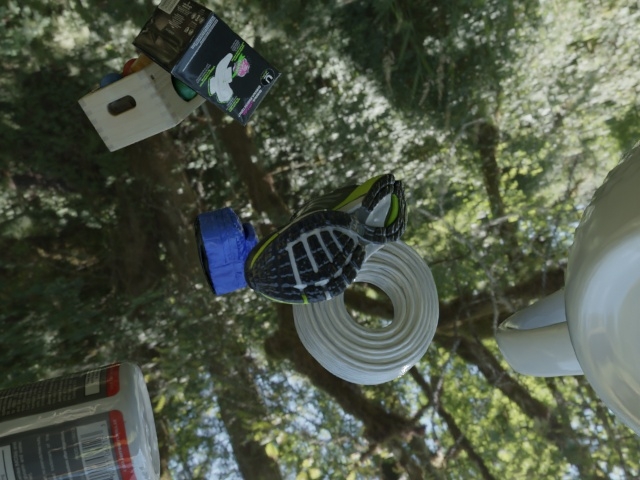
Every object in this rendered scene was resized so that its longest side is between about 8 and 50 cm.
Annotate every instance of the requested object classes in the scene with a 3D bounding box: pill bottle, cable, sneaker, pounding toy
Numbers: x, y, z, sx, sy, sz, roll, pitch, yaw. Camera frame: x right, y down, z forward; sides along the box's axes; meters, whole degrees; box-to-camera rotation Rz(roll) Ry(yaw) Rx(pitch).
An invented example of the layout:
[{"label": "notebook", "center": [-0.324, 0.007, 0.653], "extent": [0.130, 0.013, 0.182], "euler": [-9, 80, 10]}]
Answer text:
[{"label": "pill bottle", "center": [-0.447, 0.326, 0.989], "extent": [0.362, 0.210, 0.210], "euler": [-11, -173, -11]}, {"label": "cable", "center": [0.083, 0.111, 1.105], "extent": [0.257, 0.257, 0.089], "euler": [-30, 168, -23]}, {"label": "sneaker", "center": [0.000, 0.000, 0.840], "extent": [0.121, 0.111, 0.300], "euler": [-7, -166, 40]}, {"label": "pounding toy", "center": [-0.196, -0.196, 0.773], "extent": [0.141, 0.100, 0.130], "euler": [-14, -152, 30]}]

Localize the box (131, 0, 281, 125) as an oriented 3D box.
[{"label": "box", "center": [-0.083, -0.135, 0.478], "extent": [0.052, 0.062, 0.083], "euler": [-54, 144, 4]}]

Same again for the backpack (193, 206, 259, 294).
[{"label": "backpack", "center": [-0.149, 0.006, 1.032], "extent": [0.101, 0.120, 0.098], "euler": [-19, -148, -10]}]

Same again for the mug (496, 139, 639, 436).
[{"label": "mug", "center": [0.314, 0.034, 0.520], "extent": [0.328, 0.276, 0.374], "euler": [-22, 175, -41]}]
